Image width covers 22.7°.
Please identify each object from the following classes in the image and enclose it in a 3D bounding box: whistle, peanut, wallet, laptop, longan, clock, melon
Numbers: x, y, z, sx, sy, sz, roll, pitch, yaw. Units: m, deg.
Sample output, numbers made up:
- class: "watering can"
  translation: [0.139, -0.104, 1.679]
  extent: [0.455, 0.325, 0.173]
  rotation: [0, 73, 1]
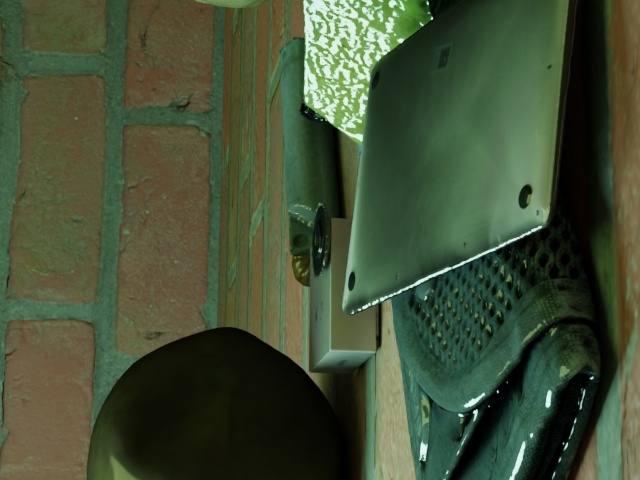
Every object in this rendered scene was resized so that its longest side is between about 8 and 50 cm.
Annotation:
- class: "whistle"
  translation: [-0.012, -0.106, 1.832]
  extent: [0.062, 0.062, 0.312]
  rotation: [102, 168, -50]
- class: "peanut"
  translation: [-0.010, 0.012, 1.822]
  extent: [0.113, 0.054, 0.054]
  rotation: [-99, 14, -55]
- class: "wallet"
  translation: [0.094, 0.027, 1.014]
  extent: [0.342, 0.075, 0.237]
  rotation: [-95, 16, -46]
- class: "laptop"
  translation: [0.079, -0.066, 0.979]
  extent: [0.269, 0.015, 0.188]
  rotation: [151, 130, -63]
- class: "longan"
  translation: [-0.112, 0.250, 1.664]
  extent: [0.350, 0.288, 0.288]
  rotation: [-95, 11, -51]
- class: "clock"
  translation: [0.000, 0.000, 1.527]
  extent: [0.083, 0.010, 0.074]
  rotation: [176, 97, -81]
- class: "melon"
  translation: [0.049, -0.240, 1.240]
  extent: [0.196, 0.124, 0.323]
  rotation: [104, 171, -51]

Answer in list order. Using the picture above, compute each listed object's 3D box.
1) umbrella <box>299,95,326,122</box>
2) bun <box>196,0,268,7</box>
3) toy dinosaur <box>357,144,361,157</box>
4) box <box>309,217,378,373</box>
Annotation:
- class: "umbrella"
  translation: [0.005, -0.220, 1.816]
  extent: [0.050, 0.046, 0.188]
  rotation: [112, 164, -56]
- class: "bun"
  translation: [-0.148, -0.483, 2.090]
  extent: [0.352, 0.227, 0.349]
  rotation: [81, -163, -44]
- class: "toy dinosaur"
  translation: [0.053, -0.099, 1.421]
  extent: [0.197, 0.045, 0.080]
  rotation: [179, 83, -78]
- class: "box"
  translation: [0.022, 0.057, 1.566]
  extent: [0.130, 0.051, 0.129]
  rotation: [122, 150, -74]
